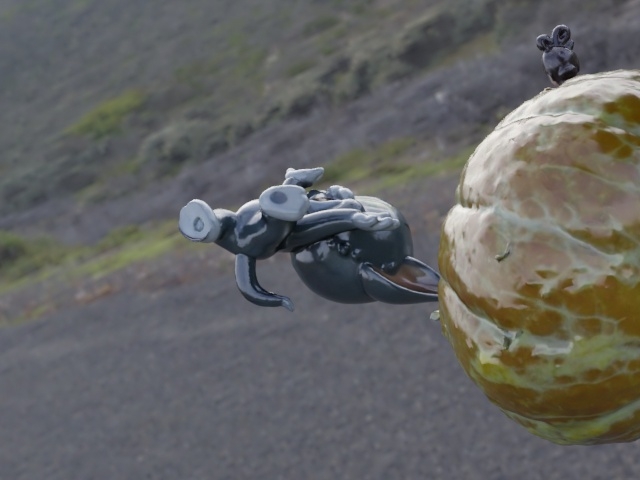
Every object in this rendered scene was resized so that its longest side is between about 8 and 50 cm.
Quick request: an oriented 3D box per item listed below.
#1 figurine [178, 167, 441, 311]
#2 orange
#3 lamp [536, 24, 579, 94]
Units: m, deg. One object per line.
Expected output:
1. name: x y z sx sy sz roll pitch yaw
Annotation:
1. figurine: -0.003 0.004 1.549 0.265 0.140 0.193 -10 12 -37
2. orange: 0.239 0.013 1.328 0.249 0.329 0.329 11 30 33
3. lamp: 0.264 -0.086 1.579 0.118 0.253 0.118 -21 -9 -3
